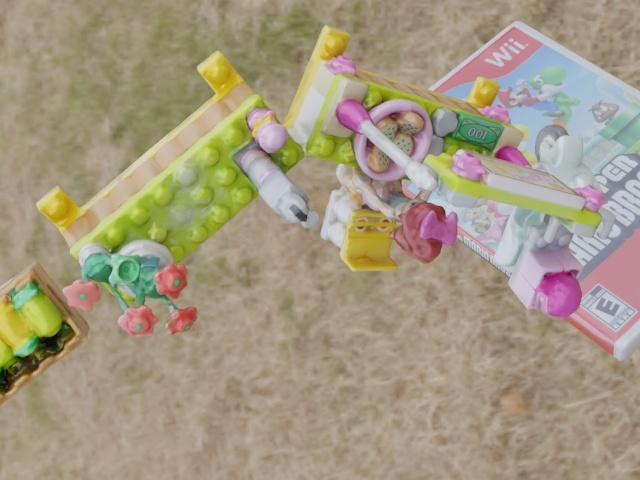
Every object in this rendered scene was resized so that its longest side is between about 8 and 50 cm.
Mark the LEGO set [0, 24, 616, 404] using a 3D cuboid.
[{"bbox_3d":[0.000,0.000,0.421,0.107,0.287,0.132,-131,37,-52],"label":"LEGO set"}]

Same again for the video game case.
[{"bbox_3d":[0.196,-0.054,0.885,0.285,0.204,0.025,39,159,32],"label":"video game case"}]
